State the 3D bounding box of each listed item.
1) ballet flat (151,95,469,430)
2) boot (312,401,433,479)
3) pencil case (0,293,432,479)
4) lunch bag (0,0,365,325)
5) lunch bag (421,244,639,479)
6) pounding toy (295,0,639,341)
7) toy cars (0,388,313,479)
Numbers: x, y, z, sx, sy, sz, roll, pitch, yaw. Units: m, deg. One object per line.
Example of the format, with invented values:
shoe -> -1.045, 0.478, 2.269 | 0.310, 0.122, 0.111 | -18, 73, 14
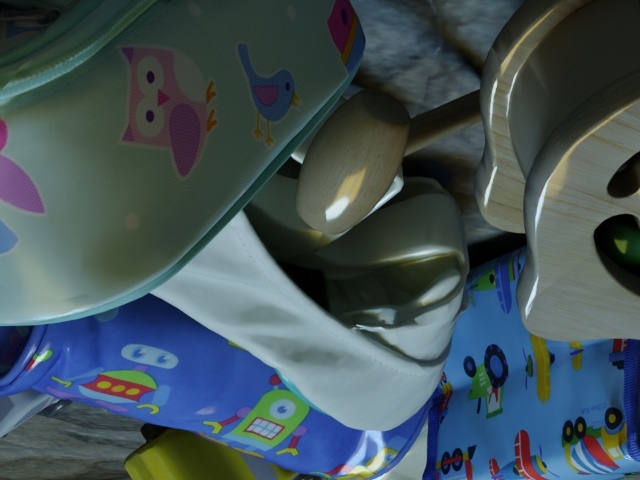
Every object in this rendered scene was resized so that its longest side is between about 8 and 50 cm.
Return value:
ballet flat -> 0.000, 0.000, 0.976 | 0.139, 0.139, 0.400 | -4, 159, 29
boot -> 0.110, 0.115, 1.317 | 0.213, 0.077, 0.165 | -20, 162, -50
pencil case -> -0.076, 0.065, 1.164 | 0.306, 0.119, 0.133 | 19, 117, -36
lunch bag -> -0.137, -0.058, 0.662 | 0.279, 0.224, 0.108 | -2, 117, 31
lunch bag -> 0.233, 0.074, 1.147 | 0.293, 0.138, 0.221 | 1, 166, -27
pounding toy -> 0.133, -0.060, 0.809 | 0.269, 0.155, 0.154 | 4, 136, -23
toy cars -> -0.117, 0.101, 1.251 | 0.394, 0.176, 0.087 | 20, 141, -38
